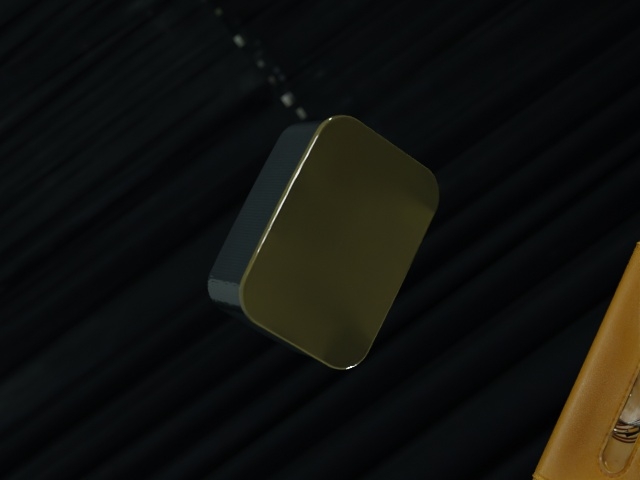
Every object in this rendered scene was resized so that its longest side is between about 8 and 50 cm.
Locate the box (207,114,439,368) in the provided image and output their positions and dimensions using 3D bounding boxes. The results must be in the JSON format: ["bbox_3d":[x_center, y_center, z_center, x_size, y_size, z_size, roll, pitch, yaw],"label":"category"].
[{"bbox_3d":[0.000,0.000,1.367,0.144,0.201,0.090,31,-12,-27],"label":"box"}]

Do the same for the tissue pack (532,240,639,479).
[{"bbox_3d":[0.354,0.159,1.498,0.145,0.275,0.194,23,2,-39],"label":"tissue pack"}]
